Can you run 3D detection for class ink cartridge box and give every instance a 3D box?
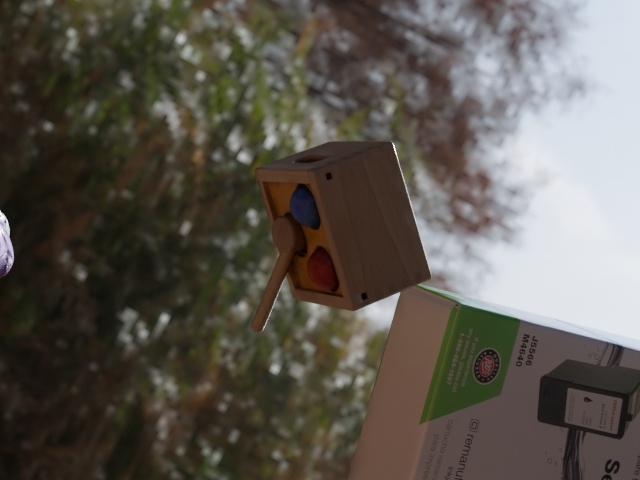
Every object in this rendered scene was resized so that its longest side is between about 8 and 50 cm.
[{"bbox_3d":[0.185,0.167,1.648,0.273,0.198,0.115,14,3,-25],"label":"ink cartridge box"}]

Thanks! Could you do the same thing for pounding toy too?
[{"bbox_3d":[0.000,0.000,1.442,0.141,0.100,0.130,6,-65,65],"label":"pounding toy"}]

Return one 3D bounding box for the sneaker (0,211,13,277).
[{"bbox_3d":[-0.273,0.030,1.311,0.104,0.095,0.236,61,10,8],"label":"sneaker"}]
